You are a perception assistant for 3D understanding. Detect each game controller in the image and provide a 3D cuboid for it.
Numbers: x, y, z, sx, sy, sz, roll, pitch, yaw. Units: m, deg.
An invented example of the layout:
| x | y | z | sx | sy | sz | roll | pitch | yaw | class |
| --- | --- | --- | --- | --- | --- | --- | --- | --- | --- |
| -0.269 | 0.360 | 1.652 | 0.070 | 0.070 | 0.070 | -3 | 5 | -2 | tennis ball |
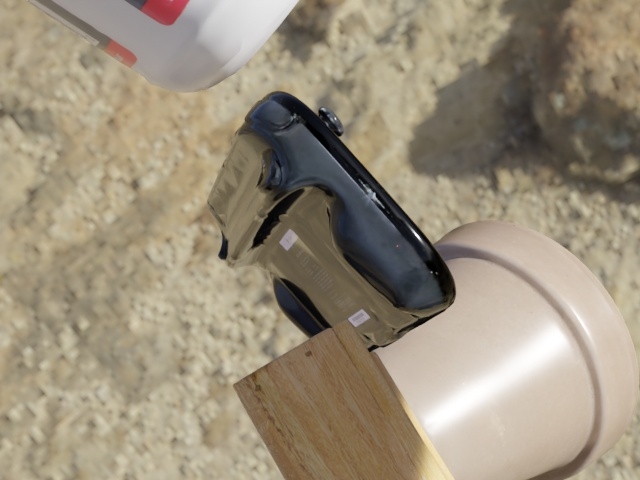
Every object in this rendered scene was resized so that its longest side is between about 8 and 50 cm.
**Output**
| x | y | z | sx | sy | sz | roll | pitch | yaw | class |
| --- | --- | --- | --- | --- | --- | --- | --- | --- | --- |
| 0.000 | 0.000 | 1.100 | 0.067 | 0.166 | 0.319 | -50 | 1 | -13 | game controller |

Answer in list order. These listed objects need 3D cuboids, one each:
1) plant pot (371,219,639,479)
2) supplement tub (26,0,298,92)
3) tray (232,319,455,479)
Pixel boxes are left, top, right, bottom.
| x | y | z | sx | sy | sz | roll | pitch | yaw | class |
| --- | --- | --- | --- | --- | --- | --- | --- | --- | --- |
| 0.123 | 0.142 | 1.554 | 0.263 | 0.263 | 0.229 | 15 | 35 | 44 | plant pot |
| -0.104 | -0.197 | 0.600 | 0.191 | 0.272 | 0.191 | -54 | 12 | 17 | supplement tub |
| 0.100 | 0.250 | 0.804 | 0.076 | 0.203 | 0.411 | -29 | 62 | -4 | tray |
